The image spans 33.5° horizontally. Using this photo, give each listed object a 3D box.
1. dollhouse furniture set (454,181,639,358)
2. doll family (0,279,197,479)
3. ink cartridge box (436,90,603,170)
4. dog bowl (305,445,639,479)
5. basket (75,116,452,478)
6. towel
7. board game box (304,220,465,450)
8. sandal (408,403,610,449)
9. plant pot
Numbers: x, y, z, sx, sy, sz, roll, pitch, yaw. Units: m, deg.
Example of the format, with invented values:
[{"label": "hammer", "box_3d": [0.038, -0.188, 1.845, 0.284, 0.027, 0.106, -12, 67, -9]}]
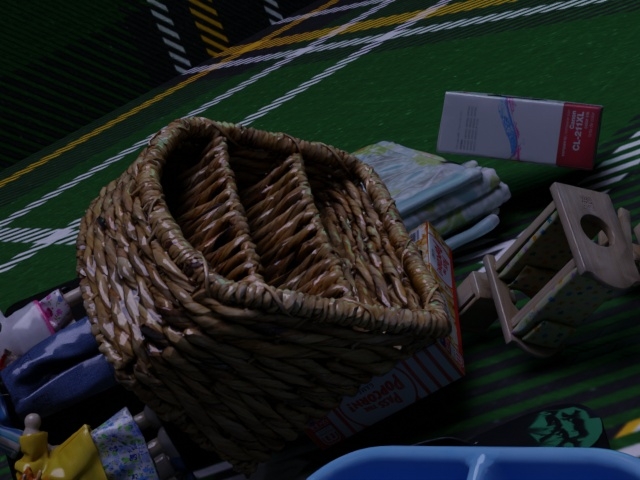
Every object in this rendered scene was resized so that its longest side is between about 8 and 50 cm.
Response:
[{"label": "dollhouse furniture set", "box_3d": [0.229, 0.058, 0.930, 0.182, 0.160, 0.101, -54, 35, 43]}, {"label": "doll family", "box_3d": [-0.219, 0.145, 0.844, 0.163, 0.263, 0.118, -29, -17, -9]}, {"label": "ink cartridge box", "box_3d": [0.232, -0.129, 1.229, 0.175, 0.072, 0.127, 8, 10, 14]}, {"label": "dog bowl", "box_3d": [0.088, 0.193, 0.598, 0.297, 0.074, 0.166, -8, 44, 36]}, {"label": "basket", "box_3d": [-0.062, 0.000, 0.909, 0.223, 0.213, 0.299, -38, 31, 13]}, {"label": "towel", "box_3d": [0.000, 0.000, 1.259, 0.374, 0.090, 0.320, -26, 17, -13]}, {"label": "board game box", "box_3d": [0.051, 0.080, 0.955, 0.146, 0.045, 0.193, -31, 25, 21]}, {"label": "sandal", "box_3d": [0.081, 0.171, 0.765, 0.254, 0.055, 0.097, -24, 20, -7]}, {"label": "plant pot", "box_3d": [-0.213, 0.131, 1.017, 0.188, 0.167, 0.187, -21, 20, 0]}]
